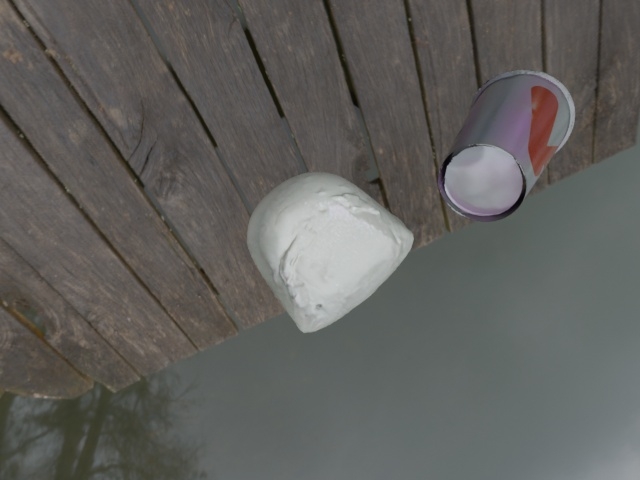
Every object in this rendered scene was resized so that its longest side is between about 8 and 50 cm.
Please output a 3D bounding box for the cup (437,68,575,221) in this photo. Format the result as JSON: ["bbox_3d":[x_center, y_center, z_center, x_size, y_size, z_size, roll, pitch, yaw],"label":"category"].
[{"bbox_3d":[0.319,-0.161,0.752,0.288,0.202,0.203,-45,142,-42],"label":"cup"}]

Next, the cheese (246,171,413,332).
[{"bbox_3d":[0.000,0.000,0.582,0.198,0.154,0.189,-41,94,-8],"label":"cheese"}]
